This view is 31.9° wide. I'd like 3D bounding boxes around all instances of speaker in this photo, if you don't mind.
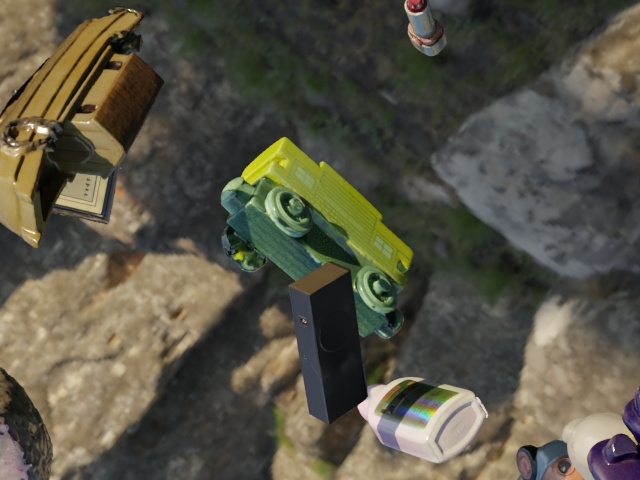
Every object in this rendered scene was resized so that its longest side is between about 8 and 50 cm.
[{"bbox_3d":[0.014,0.141,1.528,0.044,0.082,0.218,24,132,43],"label":"speaker"}]

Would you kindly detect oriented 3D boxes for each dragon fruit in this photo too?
[{"bbox_3d":[-0.436,0.233,1.319,0.283,0.221,0.204,25,-163,-7],"label":"dragon fruit"}]

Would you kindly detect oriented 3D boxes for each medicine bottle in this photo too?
[{"bbox_3d":[0.141,0.264,1.699,0.219,0.115,0.078,6,133,57],"label":"medicine bottle"}]

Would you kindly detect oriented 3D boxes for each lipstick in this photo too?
[{"bbox_3d":[0.175,-0.389,1.961,0.063,0.057,0.186,40,177,21],"label":"lipstick"}]

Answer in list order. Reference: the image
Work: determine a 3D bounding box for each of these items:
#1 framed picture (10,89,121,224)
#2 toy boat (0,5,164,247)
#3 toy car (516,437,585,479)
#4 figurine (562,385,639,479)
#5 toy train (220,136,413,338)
[{"bbox_3d":[-0.426,-0.135,1.845,0.199,0.195,0.010,13,-160,-5],"label":"framed picture"},{"bbox_3d":[-0.307,-0.150,1.450,0.162,0.445,0.136,9,127,7],"label":"toy boat"},{"bbox_3d":[0.442,0.461,1.920,0.270,0.181,0.212,103,151,-46],"label":"toy car"},{"bbox_3d":[0.383,0.324,1.426,0.193,0.154,0.421,38,160,37],"label":"figurine"},{"bbox_3d":[0.000,0.000,2.181,0.442,0.272,0.179,41,127,-17],"label":"toy train"}]
